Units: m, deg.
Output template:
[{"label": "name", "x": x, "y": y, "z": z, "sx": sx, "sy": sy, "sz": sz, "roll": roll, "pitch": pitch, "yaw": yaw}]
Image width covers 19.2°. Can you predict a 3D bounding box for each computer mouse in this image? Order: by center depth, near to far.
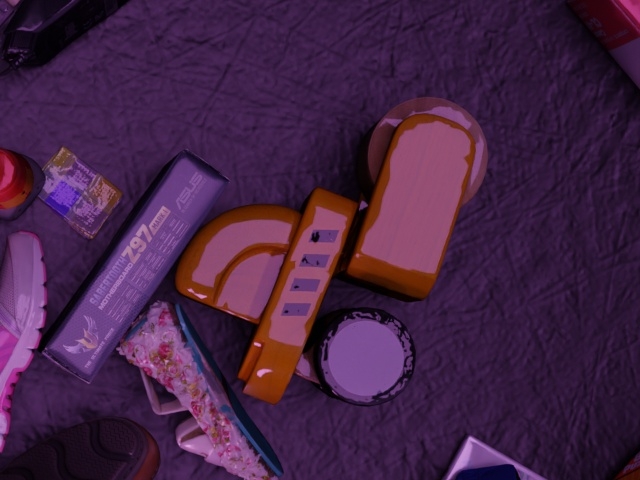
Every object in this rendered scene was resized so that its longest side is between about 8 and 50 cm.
[{"label": "computer mouse", "x": -0.273, "y": -0.229, "z": 1.807, "sx": 0.262, "sy": 0.184, "sz": 0.060, "roll": -42, "pitch": 78, "yaw": -8}]

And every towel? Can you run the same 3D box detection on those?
[{"label": "towel", "x": -0.243, "y": -0.048, "z": 1.886, "sx": 0.083, "sy": 0.009, "sz": 0.060, "roll": 40, "pitch": 82, "yaw": -7}]

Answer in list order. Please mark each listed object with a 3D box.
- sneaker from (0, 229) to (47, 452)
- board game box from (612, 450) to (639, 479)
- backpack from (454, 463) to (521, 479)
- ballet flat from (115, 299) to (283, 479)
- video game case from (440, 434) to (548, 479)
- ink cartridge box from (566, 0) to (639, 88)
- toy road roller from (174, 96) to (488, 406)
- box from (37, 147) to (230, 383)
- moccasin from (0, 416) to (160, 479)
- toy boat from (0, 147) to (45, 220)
[{"label": "sneaker", "x": -0.334, "y": 0.105, "z": 1.817, "sx": 0.111, "sy": 0.103, "sz": 0.252, "roll": 19, "pitch": 84, "yaw": -11}, {"label": "board game box", "x": 0.391, "y": 0.453, "z": 1.800, "sx": 0.356, "sy": 0.356, "sz": 0.356, "roll": 44, "pitch": 81, "yaw": -10}, {"label": "backpack", "x": 0.164, "y": 0.294, "z": 1.889, "sx": 0.101, "sy": 0.098, "sz": 0.120, "roll": -9, "pitch": 98, "yaw": 9}, {"label": "ballet flat", "x": -0.121, "y": 0.158, "z": 1.844, "sx": 0.077, "sy": 0.091, "sz": 0.241, "roll": -28, "pitch": 119, "yaw": 3}, {"label": "video game case", "x": 0.183, "y": 0.299, "z": 1.948, "sx": 0.157, "sy": 0.019, "sz": 0.143, "roll": 31, "pitch": 83, "yaw": -8}, {"label": "ink cartridge box", "x": 0.443, "y": -0.211, "z": 1.959, "sx": 0.226, "sy": 0.131, "sz": 0.306, "roll": -42, "pitch": 97, "yaw": -10}, {"label": "toy road roller", "x": 0.000, "y": 0.000, "z": 1.835, "sx": 0.240, "sy": 0.202, "sz": 0.329, "roll": 21, "pitch": 86, "yaw": -4}, {"label": "box", "x": -0.182, "y": 0.026, "z": 1.807, "sx": 0.059, "sy": 0.183, "sz": 0.233, "roll": 35, "pitch": 83, "yaw": -8}, {"label": "moccasin", "x": -0.281, "y": 0.332, "z": 1.801, "sx": 0.380, "sy": 0.139, "sz": 0.147, "roll": -56, "pitch": 142, "yaw": -4}, {"label": "toy boat", "x": -0.423, "y": -0.031, "z": 1.796, "sx": 0.318, "sy": 0.148, "sz": 0.267, "roll": -10, "pitch": 85, "yaw": -2}]
